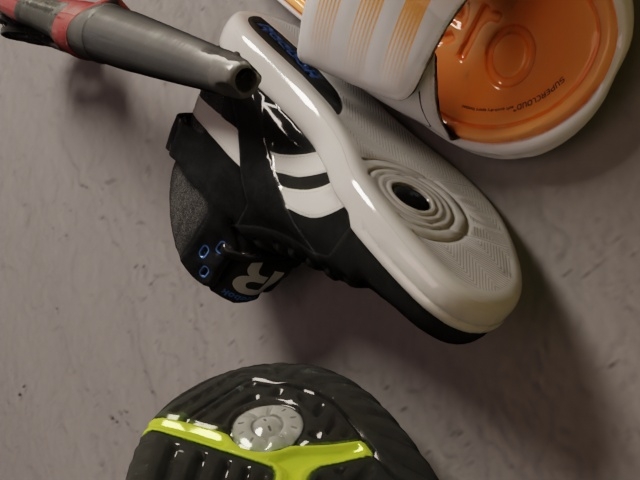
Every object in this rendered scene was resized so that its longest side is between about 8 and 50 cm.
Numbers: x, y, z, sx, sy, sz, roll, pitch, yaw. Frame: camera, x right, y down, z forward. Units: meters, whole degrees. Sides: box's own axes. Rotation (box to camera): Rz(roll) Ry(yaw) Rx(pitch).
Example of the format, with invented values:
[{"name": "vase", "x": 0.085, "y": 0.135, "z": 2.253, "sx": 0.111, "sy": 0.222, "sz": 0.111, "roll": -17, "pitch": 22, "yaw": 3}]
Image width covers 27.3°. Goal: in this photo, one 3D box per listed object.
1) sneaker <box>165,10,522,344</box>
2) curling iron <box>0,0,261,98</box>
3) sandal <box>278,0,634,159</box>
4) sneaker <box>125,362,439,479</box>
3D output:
[{"name": "sneaker", "x": 0.000, "y": 0.000, "z": 0.603, "sx": 0.217, "sy": 0.079, "sz": 0.121, "roll": 54, "pitch": 125, "yaw": 40}, {"name": "curling iron", "x": -0.103, "y": -0.105, "z": 0.666, "sx": 0.274, "sy": 0.068, "sz": 0.035, "roll": 22, "pitch": 101, "yaw": 56}, {"name": "sandal", "x": 0.015, "y": -0.119, "z": 0.587, "sx": 0.265, "sy": 0.076, "sz": 0.102, "roll": 36, "pitch": 112, "yaw": 37}, {"name": "sneaker", "x": 0.013, "y": 0.214, "z": 0.526, "sx": 0.147, "sy": 0.145, "sz": 0.384, "roll": 90, "pitch": 161, "yaw": -46}]
